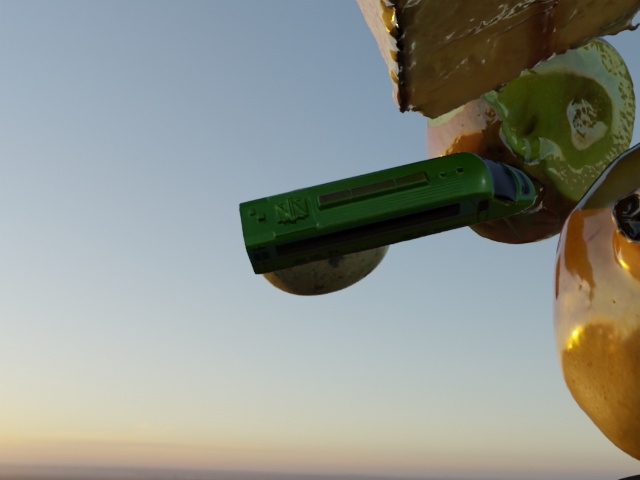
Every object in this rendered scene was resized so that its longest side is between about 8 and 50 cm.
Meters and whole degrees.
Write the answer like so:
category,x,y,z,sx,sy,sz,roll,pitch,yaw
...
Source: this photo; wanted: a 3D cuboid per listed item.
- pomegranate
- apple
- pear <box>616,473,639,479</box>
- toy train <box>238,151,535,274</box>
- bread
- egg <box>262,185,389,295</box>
category,x,y,z,sx,sy,sz,roll,pitch,yaw
pomegranate,0.251,0.035,0.428,0.233,0.233,0.233,1,-17,0
apple,0.359,-0.185,1.257,0.374,0.374,0.384,1,-38,0
pear,0.245,0.320,0.343,0.398,0.399,0.165,-4,-60,16
toy train,0.049,-0.027,0.494,0.209,0.044,0.042,-14,-34,0
bread,0.158,-0.211,0.504,0.263,0.198,0.236,-29,11,2
egg,0.000,0.000,0.906,0.181,0.141,0.141,-5,-17,-6
